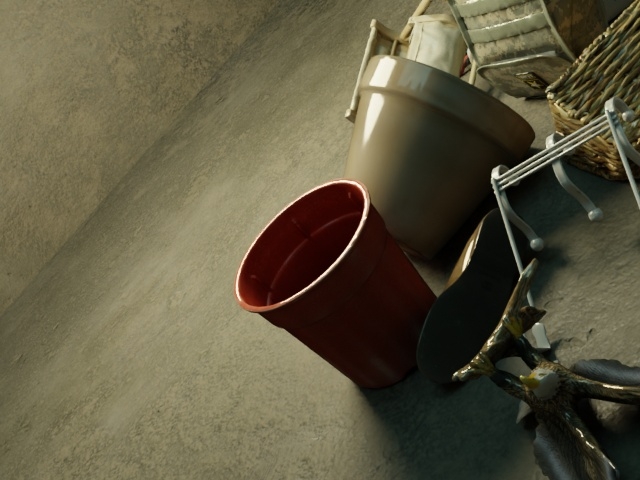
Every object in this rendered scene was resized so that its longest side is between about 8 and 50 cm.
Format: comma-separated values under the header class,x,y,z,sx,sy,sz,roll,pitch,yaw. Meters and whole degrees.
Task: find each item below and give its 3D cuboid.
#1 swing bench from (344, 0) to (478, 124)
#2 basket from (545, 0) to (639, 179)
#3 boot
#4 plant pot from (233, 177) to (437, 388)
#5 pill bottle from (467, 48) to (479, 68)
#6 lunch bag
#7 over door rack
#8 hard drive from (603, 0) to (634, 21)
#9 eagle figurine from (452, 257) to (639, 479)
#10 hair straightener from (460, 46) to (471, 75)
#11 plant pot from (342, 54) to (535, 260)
class,x,y,z,sx,sy,sz,roll,pitch,yaw
swing bench,0.205,-0.366,2.027,0.255,0.165,0.253,-19,51,58
basket,0.540,-0.230,1.535,0.299,0.223,0.213,-45,61,-4
boot,0.233,0.098,1.517,0.305,0.112,0.115,-60,2,-22
plant pot,0.048,0.086,1.562,0.272,0.265,0.272,-33,30,22
pill bottle,0.353,-0.387,2.029,0.065,0.065,0.116,-40,28,7
lunch bag,0.388,-0.383,1.746,0.169,0.287,0.235,-36,19,-24
over door rack,0.377,-0.011,1.379,0.240,0.108,0.324,-33,49,41
hard drive,0.591,-0.581,1.799,0.353,0.233,0.047,-39,37,8
eagle figurine,0.314,0.197,1.173,0.225,0.226,0.298,-21,40,-40
hair straightener,0.313,-0.414,2.134,0.230,0.047,0.089,-41,27,17
plant pot,0.170,-0.130,1.700,0.280,0.323,0.323,-63,30,-3
